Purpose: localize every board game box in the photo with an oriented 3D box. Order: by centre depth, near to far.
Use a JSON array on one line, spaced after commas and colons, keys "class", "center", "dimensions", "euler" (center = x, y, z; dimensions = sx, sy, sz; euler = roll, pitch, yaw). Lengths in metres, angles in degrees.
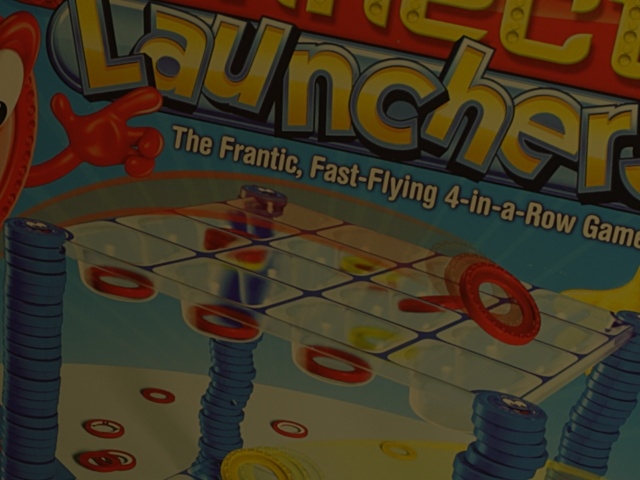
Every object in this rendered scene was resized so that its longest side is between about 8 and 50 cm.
[{"class": "board game box", "center": [0.009, 0.019, 0.552], "dimensions": [0.086, 0.308, 0.302], "euler": [-60, 161, -72]}]
